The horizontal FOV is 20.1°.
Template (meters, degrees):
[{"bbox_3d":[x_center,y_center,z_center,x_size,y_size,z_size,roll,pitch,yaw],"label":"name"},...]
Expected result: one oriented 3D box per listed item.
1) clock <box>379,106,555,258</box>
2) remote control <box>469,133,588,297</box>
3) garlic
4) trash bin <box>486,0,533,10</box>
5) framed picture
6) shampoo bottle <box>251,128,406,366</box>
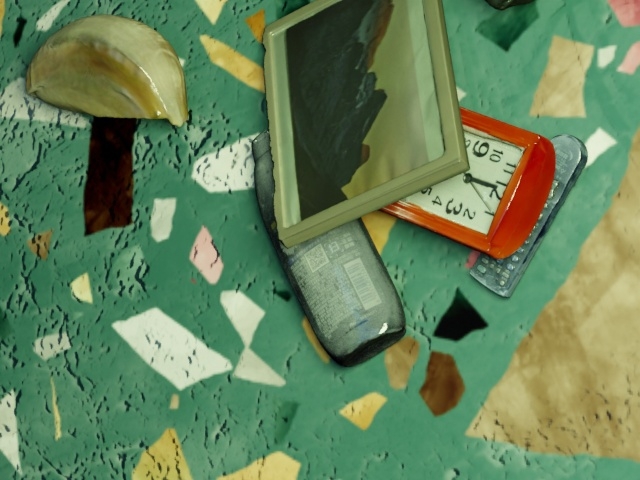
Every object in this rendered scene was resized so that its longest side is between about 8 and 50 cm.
[{"bbox_3d":[0.125,-0.056,1.588,0.155,0.061,0.113,24,89,39],"label":"clock"},{"bbox_3d":[0.187,-0.023,1.584,0.043,0.027,0.152,35,100,24],"label":"remote control"},{"bbox_3d":[-0.215,-0.174,1.795,0.195,0.087,0.101,9,99,27],"label":"garlic"},{"bbox_3d":[0.154,-0.294,1.574,0.175,0.175,0.161,-39,76,17],"label":"trash bin"},{"bbox_3d":[0.034,-0.132,1.635,0.192,0.018,0.265,-25,49,23],"label":"framed picture"},{"bbox_3d":[0.000,0.000,1.666,0.087,0.049,0.234,-33,67,18],"label":"shampoo bottle"}]
